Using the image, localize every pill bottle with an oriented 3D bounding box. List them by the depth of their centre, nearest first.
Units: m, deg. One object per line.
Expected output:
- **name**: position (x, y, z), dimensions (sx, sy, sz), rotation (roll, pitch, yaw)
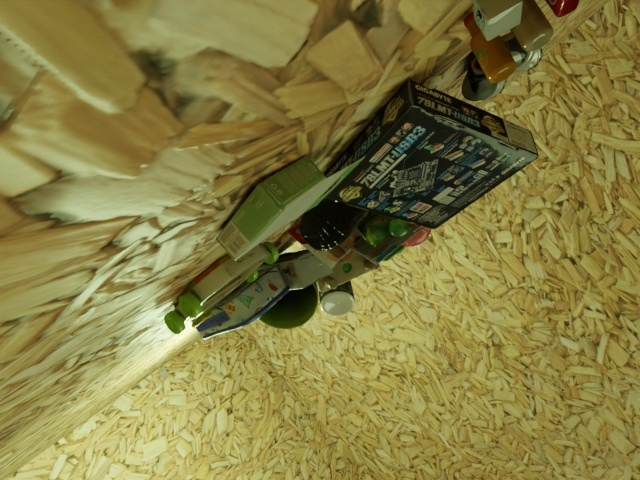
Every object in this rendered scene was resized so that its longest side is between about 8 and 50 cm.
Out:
- **pill bottle**: position (0.053, 0.162, 1.691), dimensions (0.130, 0.130, 0.245), rotation (-40, -150, 22)

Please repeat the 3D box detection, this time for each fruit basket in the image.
- **fruit basket**: position (0.238, -0.065, 1.233), dimensions (0.327, 0.165, 0.353), rotation (-37, -177, -1)

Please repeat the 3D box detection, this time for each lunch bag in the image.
- **lunch bag**: position (-0.257, 0.198, 1.345), dimensions (0.303, 0.114, 0.243), rotation (-27, -170, 41)

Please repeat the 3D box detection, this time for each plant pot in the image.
- **plant pot**: position (-0.134, 0.161, 1.763), dimensions (0.275, 0.275, 0.293), rotation (-40, -167, 17)

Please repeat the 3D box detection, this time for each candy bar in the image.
- **candy bar**: position (-0.085, -0.027, 1.390), dimensions (0.040, 0.018, 0.161), rotation (-40, 178, 22)

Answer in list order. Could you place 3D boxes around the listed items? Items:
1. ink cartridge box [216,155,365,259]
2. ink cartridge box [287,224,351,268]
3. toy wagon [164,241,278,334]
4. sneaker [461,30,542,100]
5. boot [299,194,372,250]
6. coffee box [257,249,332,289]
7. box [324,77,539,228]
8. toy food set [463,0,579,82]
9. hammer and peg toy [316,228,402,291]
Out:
- **ink cartridge box**: position (-0.046, -0.073, 0.729), dimensions (0.235, 0.056, 0.171), rotation (-41, 180, -43)
- **ink cartridge box**: position (0.000, 0.000, 1.354), dimensions (0.045, 0.179, 0.145), rotation (-52, 173, 22)
- **toy wagon**: position (-0.256, 0.123, 1.068), dimensions (0.267, 0.068, 0.344), rotation (-36, 177, -44)
- **sneaker**: position (0.358, -0.374, 0.948), dimensions (0.108, 0.100, 0.271), rotation (-15, 179, -3)
- **boot**: position (0.121, -0.134, 1.216), dimensions (0.284, 0.138, 0.377), rotation (-37, 171, -43)
- **coffee box**: position (-0.100, 0.098, 1.445), dimensions (0.141, 0.098, 0.247), rotation (-23, -173, -41)
- **box**: position (0.201, -0.143, 0.853), dimensions (0.295, 0.294, 0.073), rotation (-44, -141, 51)
- **toy food set**: position (0.226, -0.300, 0.514), dimensions (0.111, 0.104, 0.232), rotation (-26, 163, 15)
- **hammer and peg toy**: position (0.116, 0.002, 1.580), dimensions (0.362, 0.265, 0.127), rotation (-22, -163, -25)
